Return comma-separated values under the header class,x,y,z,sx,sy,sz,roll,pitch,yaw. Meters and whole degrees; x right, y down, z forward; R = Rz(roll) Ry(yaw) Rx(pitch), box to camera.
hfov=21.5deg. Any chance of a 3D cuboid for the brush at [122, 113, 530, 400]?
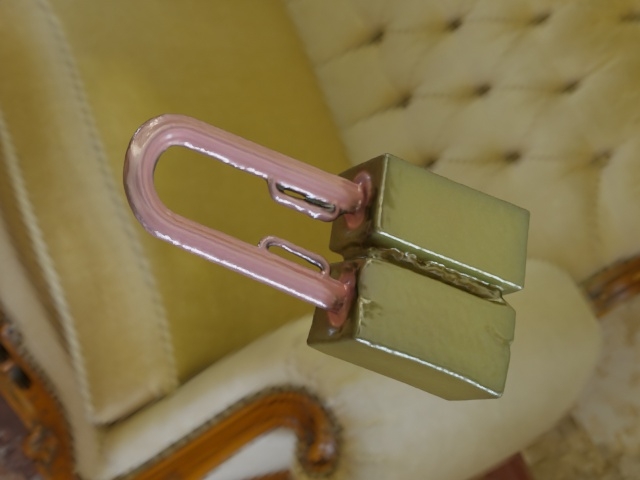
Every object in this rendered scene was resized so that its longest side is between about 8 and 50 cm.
class,x,y,z,sx,sy,sz,roll,pitch,yaw
brush,0.000,0.000,0.828,0.233,0.047,0.103,22,68,-32
